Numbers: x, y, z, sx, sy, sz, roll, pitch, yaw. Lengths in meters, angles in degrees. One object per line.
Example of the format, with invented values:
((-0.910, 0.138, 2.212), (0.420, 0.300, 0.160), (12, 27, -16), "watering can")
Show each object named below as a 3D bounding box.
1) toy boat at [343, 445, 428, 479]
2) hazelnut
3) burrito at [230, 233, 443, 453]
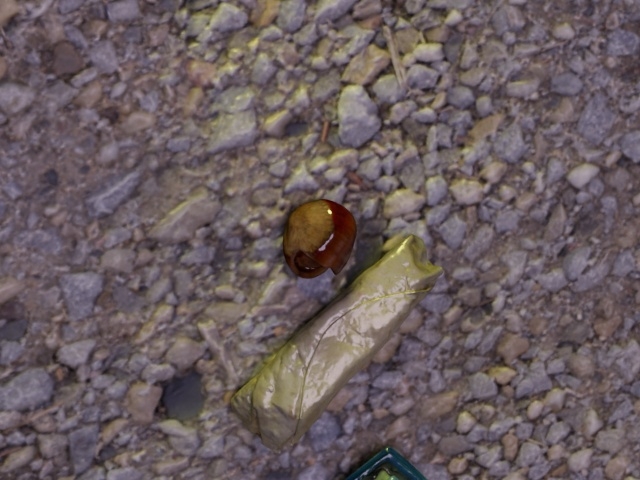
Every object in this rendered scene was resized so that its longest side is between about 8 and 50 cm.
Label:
((0.025, 0.335, 1.448), (0.109, 0.098, 0.238), (43, 87, -14), "toy boat")
((0.000, 0.000, 1.402), (0.086, 0.086, 0.086), (-2, 99, -15), "hazelnut")
((0.024, 0.107, 1.431), (0.275, 0.059, 0.082), (-44, 92, -5), "burrito")
